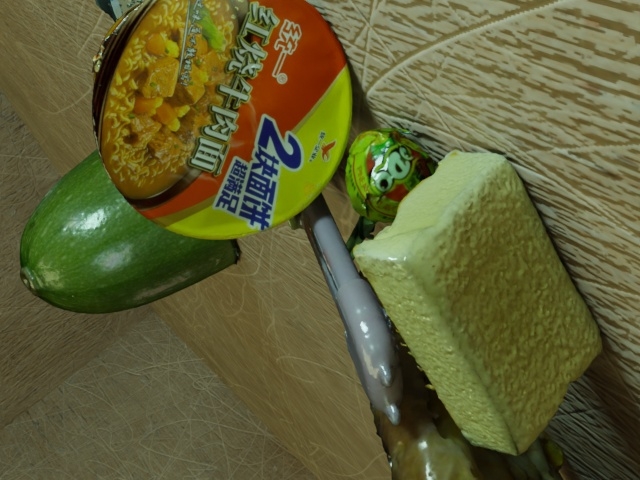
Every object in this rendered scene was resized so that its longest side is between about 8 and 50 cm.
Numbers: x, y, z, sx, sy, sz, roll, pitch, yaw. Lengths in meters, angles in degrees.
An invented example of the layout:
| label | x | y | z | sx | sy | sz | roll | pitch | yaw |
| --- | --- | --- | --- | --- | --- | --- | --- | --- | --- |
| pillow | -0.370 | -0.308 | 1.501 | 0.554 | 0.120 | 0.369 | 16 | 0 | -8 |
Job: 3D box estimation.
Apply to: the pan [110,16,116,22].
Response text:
| label | x | y | z | sx | sy | sz | roll | pitch | yaw |
| --- | --- | --- | --- | --- | --- | --- | --- | --- | --- |
| pan | -0.209 | -0.252 | 1.035 | 0.202 | 0.048 | 0.128 | 27 | 150 | 53 |

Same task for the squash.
| label | x | y | z | sx | sy | sz | roll | pitch | yaw |
| --- | --- | --- | --- | --- | --- | --- | --- | --- | --- |
| squash | -0.345 | 0.009 | 1.525 | 0.310 | 0.309 | 0.310 | 45 | 164 | 17 |

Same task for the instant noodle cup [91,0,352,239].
| label | x | y | z | sx | sy | sz | roll | pitch | yaw |
| --- | --- | --- | --- | --- | --- | --- | --- | --- | --- |
| instant noodle cup | -0.101 | -0.124 | 0.771 | 0.213 | 0.213 | 0.174 | 60 | 171 | -27 |

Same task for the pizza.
| label | x | y | z | sx | sy | sz | roll | pitch | yaw |
| --- | --- | --- | --- | --- | --- | --- | --- | --- | --- |
| pizza | 0.157 | 0.233 | 0.743 | 0.435 | 0.080 | 0.392 | 49 | -160 | -8 |

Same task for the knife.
| label | x | y | z | sx | sy | sz | roll | pitch | yaw |
| --- | --- | --- | --- | --- | --- | --- | --- | --- | --- |
| knife | -0.001 | 0.000 | 0.792 | 0.398 | 0.038 | 0.132 | -115 | 8 | -55 |

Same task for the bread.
| label | x | y | z | sx | sy | sz | roll | pitch | yaw |
| --- | --- | --- | --- | --- | --- | --- | --- | --- | --- |
| bread | 0.117 | 0.042 | 0.645 | 0.068 | 0.125 | 0.188 | 1 | 129 | 55 |

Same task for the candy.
| label | x | y | z | sx | sy | sz | roll | pitch | yaw |
| --- | --- | --- | --- | --- | --- | --- | --- | --- | --- |
| candy | 0.043 | -0.022 | 0.800 | 0.262 | 0.073 | 0.077 | 112 | 140 | -69 |

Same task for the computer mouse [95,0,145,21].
| label | x | y | z | sx | sy | sz | roll | pitch | yaw |
| --- | --- | --- | --- | --- | --- | --- | --- | --- | --- |
| computer mouse | -0.166 | -0.242 | 0.902 | 0.135 | 0.047 | 0.079 | 22 | 125 | 11 |
